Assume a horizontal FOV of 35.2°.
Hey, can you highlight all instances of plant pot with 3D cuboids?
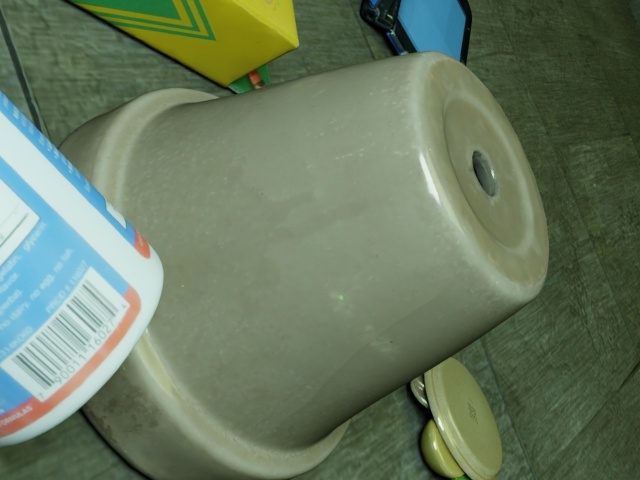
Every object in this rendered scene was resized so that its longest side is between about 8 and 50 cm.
[{"bbox_3d":[0.000,0.000,0.601,0.263,0.229,0.263,35,43,-41],"label":"plant pot"}]

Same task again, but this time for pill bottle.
[{"bbox_3d":[-0.181,-0.022,0.428,0.221,0.124,0.124,50,34,-27],"label":"pill bottle"}]

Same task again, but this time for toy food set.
[{"bbox_3d":[0.115,0.158,0.878,0.192,0.038,0.132,65,22,7],"label":"toy food set"}]

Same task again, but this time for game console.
[{"bbox_3d":[0.157,-0.318,1.137,0.173,0.250,0.293,27,42,-12],"label":"game console"}]

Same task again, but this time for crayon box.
[{"bbox_3d":[-0.120,-0.247,0.722,0.318,0.081,0.202,22,52,-51],"label":"crayon box"}]
